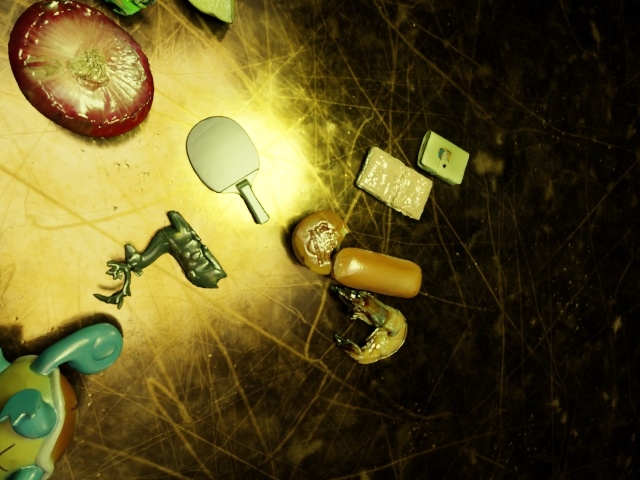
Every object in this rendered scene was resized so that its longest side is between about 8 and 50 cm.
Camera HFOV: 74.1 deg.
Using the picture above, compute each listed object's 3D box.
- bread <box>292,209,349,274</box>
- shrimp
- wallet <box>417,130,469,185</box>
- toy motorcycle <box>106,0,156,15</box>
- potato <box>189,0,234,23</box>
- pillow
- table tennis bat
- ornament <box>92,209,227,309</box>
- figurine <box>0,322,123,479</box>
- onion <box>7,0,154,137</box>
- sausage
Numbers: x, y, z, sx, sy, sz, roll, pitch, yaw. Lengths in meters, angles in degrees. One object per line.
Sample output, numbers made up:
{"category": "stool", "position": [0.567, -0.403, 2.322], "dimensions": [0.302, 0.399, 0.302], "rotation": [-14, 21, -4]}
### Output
{"category": "bread", "position": [-0.009, -0.003, 1.052], "dimensions": [0.125, 0.086, 0.156], "rotation": [31, 79, -18]}
{"category": "shrimp", "position": [0.116, 0.235, 1.147], "dimensions": [0.289, 0.075, 0.178], "rotation": [33, 83, -36]}
{"category": "wallet", "position": [0.351, -0.233, 1.222], "dimensions": [0.155, 0.039, 0.110], "rotation": [22, 82, -25]}
{"category": "toy motorcycle", "position": [-0.413, -0.508, 0.823], "dimensions": [0.190, 0.106, 0.074], "rotation": [29, 59, -19]}
{"category": "potato", "position": [-0.251, -0.541, 0.916], "dimensions": [0.120, 0.081, 0.149], "rotation": [-4, 105, -6]}
{"category": "pillow", "position": [0.209, -0.154, 1.165], "dimensions": [0.232, 0.043, 0.126], "rotation": [26, 89, -26]}
{"category": "table tennis bat", "position": [-0.200, -0.158, 0.992], "dimensions": [0.154, 0.021, 0.274], "rotation": [-35, 105, -17]}
{"category": "ornament", "position": [-0.349, 0.079, 0.915], "dimensions": [0.236, 0.080, 0.202], "rotation": [-40, 106, -19]}
{"category": "figurine", "position": [-0.559, 0.328, 0.782], "dimensions": [0.297, 0.243, 0.416], "rotation": [24, 79, 20]}
{"category": "onion", "position": [-0.439, -0.314, 0.795], "dimensions": [0.248, 0.161, 0.248], "rotation": [-8, 107, -29]}
{"category": "sausage", "position": [0.151, 0.086, 1.126], "dimensions": [0.274, 0.105, 0.105], "rotation": [14, 89, -24]}
